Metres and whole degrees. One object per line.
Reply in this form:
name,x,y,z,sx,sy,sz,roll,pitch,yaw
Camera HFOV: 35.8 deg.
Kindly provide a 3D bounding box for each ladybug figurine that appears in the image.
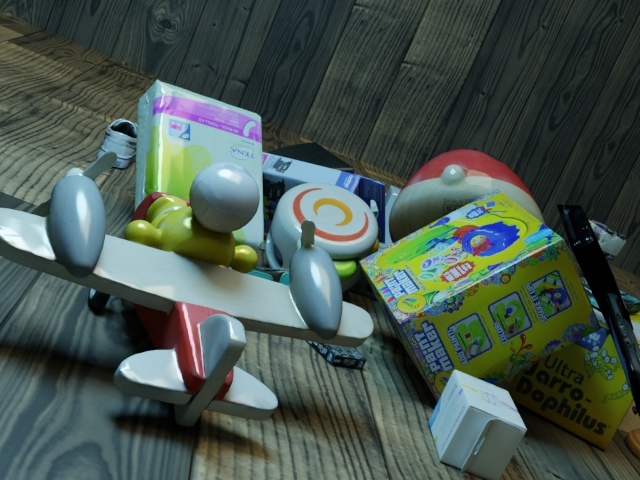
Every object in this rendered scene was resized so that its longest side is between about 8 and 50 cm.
ladybug figurine,0.291,-0.042,1.934,0.305,0.162,0.449,3,-25,13

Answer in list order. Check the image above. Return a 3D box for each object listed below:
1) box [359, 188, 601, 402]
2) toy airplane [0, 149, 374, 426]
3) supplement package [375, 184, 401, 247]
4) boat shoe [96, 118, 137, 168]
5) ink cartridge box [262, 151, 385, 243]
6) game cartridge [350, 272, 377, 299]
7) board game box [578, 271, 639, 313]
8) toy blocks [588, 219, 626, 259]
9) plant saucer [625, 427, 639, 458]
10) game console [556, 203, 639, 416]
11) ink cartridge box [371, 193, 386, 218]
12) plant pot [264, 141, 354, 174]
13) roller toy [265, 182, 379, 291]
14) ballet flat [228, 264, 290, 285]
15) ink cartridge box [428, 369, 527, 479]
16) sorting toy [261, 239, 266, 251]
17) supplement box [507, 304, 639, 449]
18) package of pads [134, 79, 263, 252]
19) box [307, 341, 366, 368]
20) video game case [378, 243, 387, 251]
box,0.249,0.088,1.618,0.177,0.279,0.290,62,-1,-21
toy airplane,-0.150,0.038,1.200,0.384,0.272,0.386,29,13,18
supplement package,0.169,-0.017,2.215,0.105,0.179,0.105,23,13,-3
boat shoe,-0.435,-0.226,2.201,0.095,0.084,0.258,20,13,-15
ink cartridge box,-0.024,-0.071,1.974,0.311,0.186,0.065,13,50,14
game cartridge,0.155,0.086,2.068,0.297,0.062,0.198,19,17,-19
board game box,0.513,0.097,1.827,0.126,0.026,0.186,31,14,30
toy blocks,0.467,0.030,2.261,0.288,0.309,0.260,20,19,-16
plant saucer,0.636,0.384,1.741,0.200,0.037,0.200,22,13,-5
game console,0.443,0.109,1.513,0.213,0.044,0.361,56,19,-33
ink cartridge box,0.166,-0.032,2.396,0.171,0.056,0.235,-6,-32,37
plant pot,-0.058,-0.108,2.224,0.167,0.188,0.187,-1,24,-32
roller toy,0.000,0.000,1.833,0.191,0.146,0.209,30,42,11
ballet flat,-0.085,0.073,1.668,0.188,0.070,0.070,20,13,-32
ink cartridge box,0.215,0.259,1.367,0.089,0.092,0.143,23,14,-8
sorting toy,-0.101,0.014,1.985,0.062,0.012,0.083,18,14,-26
supplement box,0.488,0.211,1.822,0.194,0.195,0.356,27,12,15
package of pads,-0.214,-0.119,1.787,0.229,0.101,0.297,16,59,-32
box,0.023,0.170,1.552,0.067,0.018,0.083,13,16,-39
video game case,0.139,0.036,2.087,0.119,0.015,0.166,23,13,-3
